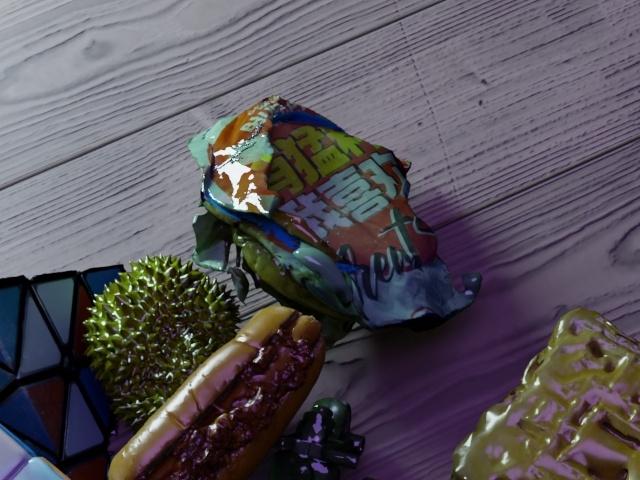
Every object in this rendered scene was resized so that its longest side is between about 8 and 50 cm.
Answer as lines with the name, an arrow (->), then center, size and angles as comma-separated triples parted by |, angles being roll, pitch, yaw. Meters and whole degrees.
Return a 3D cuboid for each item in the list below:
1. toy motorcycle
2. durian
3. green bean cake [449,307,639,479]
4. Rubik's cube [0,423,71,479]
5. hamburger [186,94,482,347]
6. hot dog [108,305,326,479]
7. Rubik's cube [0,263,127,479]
toy motorcycle -> 0.030, 0.272, 1.444 | 0.205, 0.127, 0.275 | 12, 66, 14
durian -> -0.142, 0.111, 1.523 | 0.146, 0.159, 0.198 | -13, 55, -17
green bean cake -> 0.250, 0.202, 1.461 | 0.230, 0.131, 0.224 | 33, 70, 20
Rubik's cube -> -0.262, 0.351, 1.328 | 0.290, 0.291, 0.291 | 36, 71, 20
hamburger -> -0.004, 0.006, 1.569 | 0.260, 0.150, 0.276 | 7, 44, -38
hot dog -> -0.083, 0.158, 1.389 | 0.249, 0.102, 0.076 | -45, 27, -19
Rubik's cube -> -0.279, 0.097, 1.603 | 0.250, 0.284, 0.234 | -4, 33, 40
